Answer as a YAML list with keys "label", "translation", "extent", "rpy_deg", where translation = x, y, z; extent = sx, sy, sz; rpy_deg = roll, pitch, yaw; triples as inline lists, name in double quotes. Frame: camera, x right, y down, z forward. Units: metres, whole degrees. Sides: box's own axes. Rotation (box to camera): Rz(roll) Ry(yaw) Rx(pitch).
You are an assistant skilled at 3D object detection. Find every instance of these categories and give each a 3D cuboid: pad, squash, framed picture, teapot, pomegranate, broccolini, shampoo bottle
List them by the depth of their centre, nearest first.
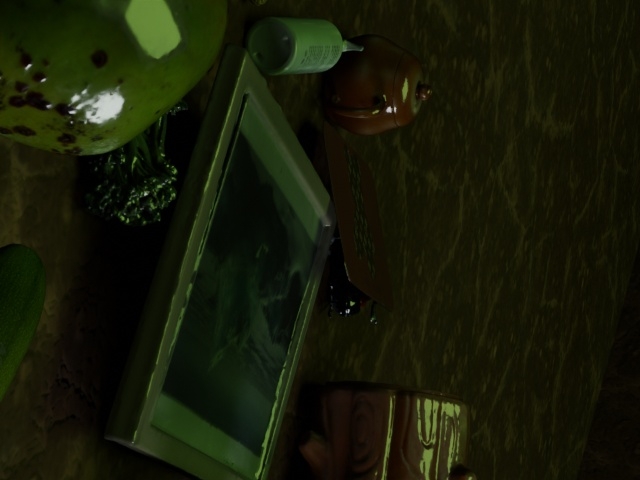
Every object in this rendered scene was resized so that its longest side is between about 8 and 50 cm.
- label: "pomegranate"
  translation: [-0.147, -0.143, 0.950]
  extent: [0.246, 0.198, 0.198]
  rpy_deg: [51, 49, -68]
- label: "squash"
  translation: [-0.238, 0.099, 0.970]
  extent: [0.069, 0.069, 0.258]
  rpy_deg: [74, 30, -48]
- label: "broccolini"
  translation: [-0.124, -0.202, 1.154]
  extent: [0.079, 0.074, 0.392]
  rpy_deg: [-29, 126, -74]
- label: "framed picture"
  translation: [-0.069, 0.056, 1.366]
  extent: [0.446, 0.028, 0.326]
  rpy_deg: [57, 47, -72]
- label: "shampoo bottle"
  translation: [-0.013, -0.191, 1.498]
  extent: [0.195, 0.056, 0.056]
  rpy_deg: [-19, 115, -69]
- label: "teapot"
  translation: [0.066, -0.164, 1.648]
  extent: [0.173, 0.116, 0.116]
  rpy_deg: [-46, 140, -57]
- label: "pad"
  translation: [0.044, -0.022, 1.679]
  extent: [0.267, 0.004, 0.181]
  rpy_deg: [36, 44, -74]

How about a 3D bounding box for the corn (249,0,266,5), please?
- label: "corn"
  translation: [-0.064, -0.244, 1.378]
  extent: [0.028, 0.027, 0.083]
  rpy_deg: [-62, 155, -26]

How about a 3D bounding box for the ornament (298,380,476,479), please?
- label: "ornament"
  translation: [0.063, 0.274, 1.705]
  extent: [0.235, 0.221, 0.218]
  rpy_deg: [164, -66, -67]

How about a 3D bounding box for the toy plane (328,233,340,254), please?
- label: "toy plane"
  translation: [0.000, 0.000, 1.643]
  extent: [0.083, 0.031, 0.079]
  rpy_deg: [-12, 100, -67]

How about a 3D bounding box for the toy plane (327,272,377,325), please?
- label: "toy plane"
  translation: [0.041, 0.056, 1.738]
  extent: [0.145, 0.060, 0.037]
  rpy_deg: [-72, 163, -68]
